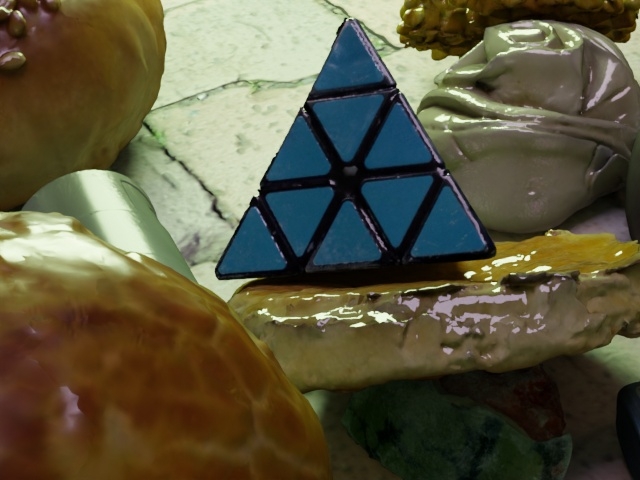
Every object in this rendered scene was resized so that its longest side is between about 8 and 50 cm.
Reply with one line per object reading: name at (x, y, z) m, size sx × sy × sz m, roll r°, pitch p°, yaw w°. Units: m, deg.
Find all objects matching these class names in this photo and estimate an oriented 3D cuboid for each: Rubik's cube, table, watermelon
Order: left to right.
table at (-0.160, 0.047, 1.263) m, size 0.126 × 0.126 × 0.220 m, roll -17°, pitch 35°, yaw -14°
Rubik's cube at (0.080, -0.017, 1.156) m, size 0.190 × 0.211 × 0.178 m, roll 21°, pitch 6°, yaw -45°
watermelon at (0.110, 0.115, 1.168) m, size 0.187 × 0.071 × 0.139 m, roll 17°, pitch 36°, yaw 33°

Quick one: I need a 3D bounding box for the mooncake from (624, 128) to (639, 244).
mooncake at (0.373, -0.052, 1.317) m, size 0.245 × 0.133 × 0.245 m, roll 0°, pitch 30°, yaw 0°

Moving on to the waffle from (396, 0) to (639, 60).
waffle at (0.190, -0.211, 1.547) m, size 0.232 × 0.051 × 0.228 m, roll -2°, pitch -10°, yaw 7°

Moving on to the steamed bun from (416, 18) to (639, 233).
steamed bun at (0.189, -0.120, 1.434) m, size 0.218 × 0.144 × 0.211 m, roll -22°, pitch 36°, yaw -20°

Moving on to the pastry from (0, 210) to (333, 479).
pastry at (-0.165, 0.165, 0.847) m, size 0.389 × 0.388 × 0.313 m, roll -27°, pitch -1°, yaw -27°

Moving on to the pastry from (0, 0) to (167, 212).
pastry at (-0.347, -0.184, 1.543) m, size 0.410 × 0.245 × 0.409 m, roll -6°, pitch 31°, yaw 4°

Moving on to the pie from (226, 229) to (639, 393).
pie at (0.091, 0.047, 1.150) m, size 0.340 × 0.083 × 0.339 m, roll -9°, pitch 3°, yaw 1°

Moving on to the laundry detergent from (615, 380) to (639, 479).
laundry detergent at (0.315, 0.126, 1.113) m, size 0.206 × 0.061 × 0.096 m, roll -8°, pitch 31°, yaw -3°
